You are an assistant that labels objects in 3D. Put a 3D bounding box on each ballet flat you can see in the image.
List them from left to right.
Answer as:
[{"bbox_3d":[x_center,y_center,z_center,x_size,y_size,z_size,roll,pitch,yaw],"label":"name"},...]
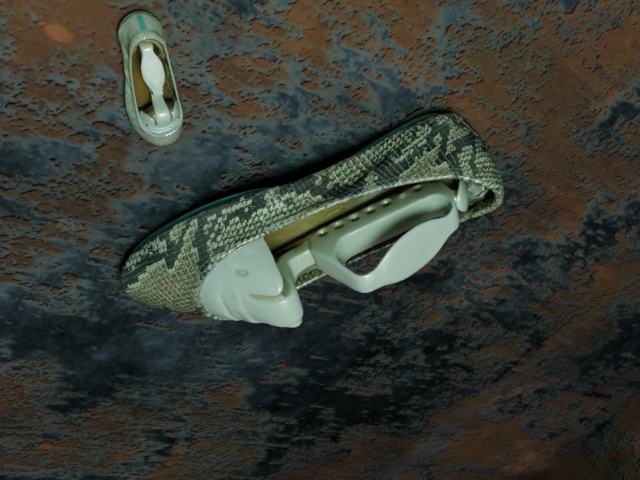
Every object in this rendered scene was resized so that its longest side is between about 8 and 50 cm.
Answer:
[{"bbox_3d":[-0.169,-0.147,0.827,0.057,0.052,0.168,-20,141,-12],"label":"ballet flat"},{"bbox_3d":[0.000,0.000,0.988,0.483,0.182,0.164,-24,142,-6],"label":"ballet flat"}]
